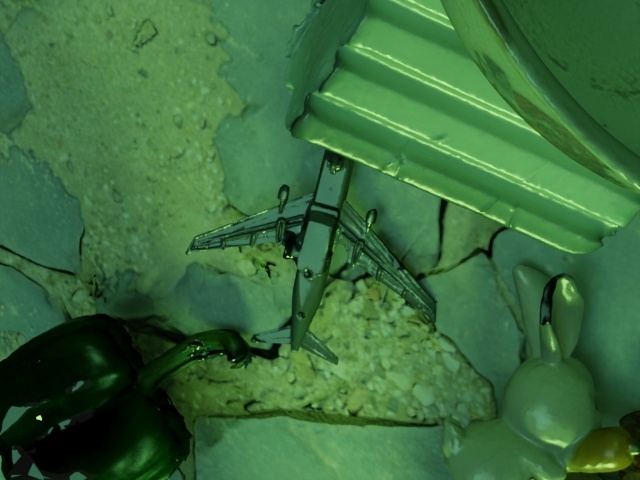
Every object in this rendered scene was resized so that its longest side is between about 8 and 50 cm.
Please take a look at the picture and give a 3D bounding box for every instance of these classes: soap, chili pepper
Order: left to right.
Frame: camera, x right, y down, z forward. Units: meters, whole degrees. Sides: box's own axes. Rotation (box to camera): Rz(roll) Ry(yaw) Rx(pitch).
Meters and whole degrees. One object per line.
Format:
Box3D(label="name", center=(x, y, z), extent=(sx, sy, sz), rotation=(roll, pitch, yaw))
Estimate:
Box3D(label="chili pepper", center=(-0.189, 0.157, 1.138), extent=(0.174, 0.261, 0.165), rotation=(59, 168, 14))
Box3D(label="soap", center=(0.113, -0.102, 0.827), extent=(0.261, 0.094, 0.150), rotation=(23, 121, -18))

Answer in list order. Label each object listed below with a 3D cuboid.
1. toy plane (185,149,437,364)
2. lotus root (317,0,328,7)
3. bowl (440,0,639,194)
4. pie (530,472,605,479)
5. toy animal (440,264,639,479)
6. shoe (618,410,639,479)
Box3D(label="toy plane", center=(-0.001, 0.003, 1.024), extent=(0.226, 0.058, 0.226), rotation=(15, 118, 6))
Box3D(label="lotus root", center=(0.060, -0.289, 0.824), extent=(0.210, 0.142, 0.314), rotation=(8, 126, -17))
Box3D(label="bowl", center=(0.205, -0.188, 0.682), extent=(0.435, 0.435, 0.196), rotation=(59, 157, -4))
Box3D(label="pie", center=(0.270, 0.285, 0.985), extent=(0.282, 0.068, 0.129), rotation=(34, 119, 10))
Box3D(label="toy animal", center=(0.174, 0.124, 0.941), extent=(0.127, 0.131, 0.182), rotation=(33, 96, -24))
Box3D(label="shoe", center=(0.274, 0.185, 0.937), extent=(0.109, 0.072, 0.069), rotation=(33, 138, 36))
